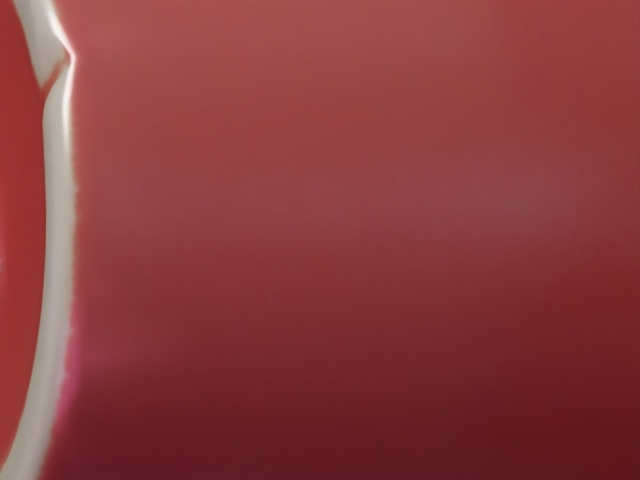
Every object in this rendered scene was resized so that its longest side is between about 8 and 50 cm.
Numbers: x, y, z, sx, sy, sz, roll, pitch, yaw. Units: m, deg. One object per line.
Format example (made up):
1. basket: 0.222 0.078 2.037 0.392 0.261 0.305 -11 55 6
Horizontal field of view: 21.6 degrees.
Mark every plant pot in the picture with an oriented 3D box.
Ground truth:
1. plant pot: 0.000 0.000 0.537 0.243 0.275 0.275 0 140 -28
